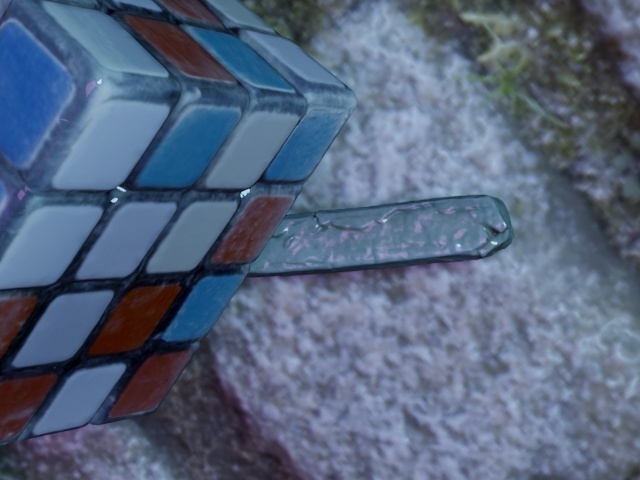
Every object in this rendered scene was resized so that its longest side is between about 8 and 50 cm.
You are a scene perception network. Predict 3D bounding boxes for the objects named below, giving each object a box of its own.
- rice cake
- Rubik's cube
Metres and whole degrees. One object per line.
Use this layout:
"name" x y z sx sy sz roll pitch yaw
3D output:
"rice cake" 0.000 0.000 0.842 0.245 0.045 0.042 -5 89 18
"Rubik's cube" -0.182 -0.057 0.749 0.259 0.253 0.256 43 110 20
